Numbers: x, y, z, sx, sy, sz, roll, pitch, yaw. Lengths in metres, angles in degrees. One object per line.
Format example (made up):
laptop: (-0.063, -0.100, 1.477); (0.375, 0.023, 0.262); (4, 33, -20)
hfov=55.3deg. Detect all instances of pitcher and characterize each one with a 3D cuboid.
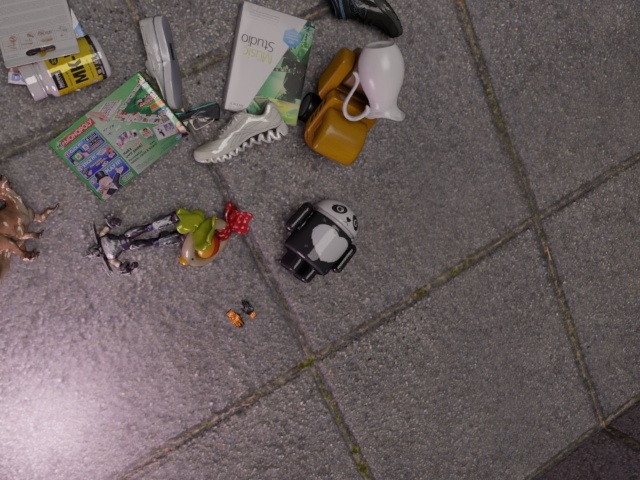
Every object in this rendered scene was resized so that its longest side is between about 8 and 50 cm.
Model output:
pitcher: (0.144, -0.434, 1.690); (0.178, 0.125, 0.207); (-7, 120, -1)

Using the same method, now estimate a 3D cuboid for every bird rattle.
bird rattle: (-0.329, -0.019, 1.811); (0.143, 0.253, 0.206); (35, 110, 16)

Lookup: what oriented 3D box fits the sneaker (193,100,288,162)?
sneaker: (-0.245, -0.319, 1.800); (0.292, 0.110, 0.118); (-25, 122, -9)

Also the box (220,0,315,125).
box: (-0.157, -0.528, 1.849); (0.233, 0.058, 0.321); (9, 97, -22)

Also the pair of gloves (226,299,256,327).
pair of gloves: (-0.251, 0.235, 1.957); (0.083, 0.010, 0.074); (-39, 110, -13)

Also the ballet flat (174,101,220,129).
ballet flat: (-0.386, -0.352, 1.782); (0.203, 0.074, 0.074); (-17, 104, -21)

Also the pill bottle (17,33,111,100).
pill bottle: (-0.670, -0.450, 1.602); (0.209, 0.119, 0.119); (-28, 107, -17)

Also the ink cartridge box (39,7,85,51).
ink cartridge box: (-0.702, -0.553, 1.633); (0.123, 0.052, 0.088); (-28, 107, -14)

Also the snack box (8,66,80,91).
snack box: (-0.742, -0.444, 1.650); (0.178, 0.022, 0.064); (2, 97, -22)

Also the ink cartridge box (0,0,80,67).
ink cartridge box: (-0.733, -0.557, 1.566); (0.189, 0.066, 0.232); (-17, 87, -11)

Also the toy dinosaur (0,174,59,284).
toy dinosaur: (-0.839, -0.042, 1.628); (0.201, 0.127, 0.295); (23, 102, -16)

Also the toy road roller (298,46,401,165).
toy road roller: (0.082, -0.378, 1.821); (0.203, 0.329, 0.240); (22, 45, -23)

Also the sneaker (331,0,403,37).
sneaker: (0.115, -0.738, 1.912); (0.341, 0.125, 0.139); (34, 113, -25)

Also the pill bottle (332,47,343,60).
pill bottle: (0.144, -0.521, 1.934); (0.216, 0.121, 0.121); (20, 91, -23)

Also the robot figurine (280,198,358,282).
robot figurine: (0.000, -0.001, 1.929); (0.278, 0.174, 0.209); (-51, 156, -7)

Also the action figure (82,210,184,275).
action figure: (-0.543, -0.002, 1.760); (0.285, 0.099, 0.185); (-19, 114, -14)

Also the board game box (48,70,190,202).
board game box: (-0.554, -0.286, 1.699); (0.317, 0.046, 0.213); (-37, 109, 2)

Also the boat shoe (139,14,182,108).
boat shoe: (-0.454, -0.499, 1.730); (0.084, 0.095, 0.257); (-6, 99, 8)
